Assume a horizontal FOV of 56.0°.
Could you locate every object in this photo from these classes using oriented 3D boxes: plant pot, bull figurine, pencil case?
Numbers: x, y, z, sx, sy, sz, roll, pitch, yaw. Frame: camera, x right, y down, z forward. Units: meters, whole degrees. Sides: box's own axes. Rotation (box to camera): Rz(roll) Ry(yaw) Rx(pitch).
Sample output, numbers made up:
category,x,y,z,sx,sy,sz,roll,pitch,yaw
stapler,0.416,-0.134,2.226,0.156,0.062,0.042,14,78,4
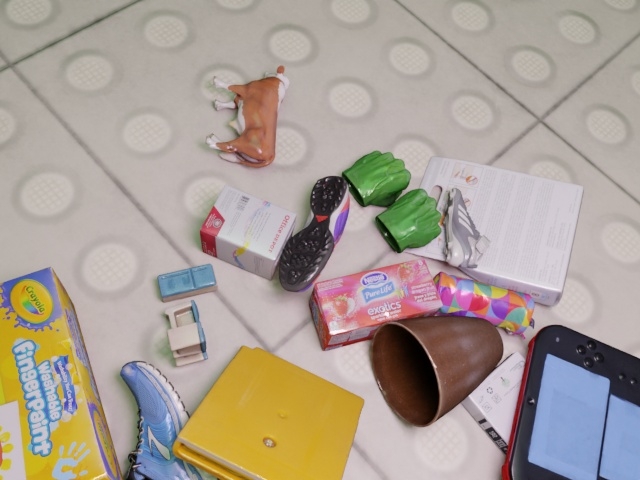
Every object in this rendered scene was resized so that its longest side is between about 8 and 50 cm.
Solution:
category,x,y,z,sx,sy,sz,roll,pitch,yaw
plant pot,0.262,0.243,1.250,0.231,0.215,0.215,-13,66,-29
bull figurine,-0.177,-0.322,1.506,0.189,0.101,0.310,3,62,-2
pencil case,0.362,0.144,1.356,0.237,0.104,0.104,16,63,1

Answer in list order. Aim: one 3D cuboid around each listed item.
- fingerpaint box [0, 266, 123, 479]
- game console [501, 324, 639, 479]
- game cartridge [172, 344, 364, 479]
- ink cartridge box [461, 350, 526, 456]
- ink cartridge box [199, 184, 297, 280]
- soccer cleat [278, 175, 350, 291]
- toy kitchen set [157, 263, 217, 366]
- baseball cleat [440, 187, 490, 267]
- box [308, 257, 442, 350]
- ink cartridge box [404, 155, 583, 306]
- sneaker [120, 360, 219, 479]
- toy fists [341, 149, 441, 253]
category,x,y,z,sx,sy,sz,roll,pitch,yaw
fingerpaint box,-0.591,0.314,1.060,0.371,0.163,0.444,-21,56,-17
game console,0.559,0.389,1.216,0.342,0.060,0.386,21,63,3
game cartridge,-0.078,0.342,1.124,0.286,0.052,0.323,25,23,5
ink cartridge box,0.464,0.412,1.259,0.165,0.065,0.332,-32,71,-22
ink cartridge box,-0.159,-0.015,1.341,0.176,0.127,0.128,23,64,4
soccer cleat,0.000,0.000,1.339,0.109,0.116,0.318,4,52,21
toy kitchen set,-0.260,0.134,1.233,0.122,0.166,0.207,-13,67,-14
baseball cleat,0.339,-0.026,1.405,0.110,0.072,0.205,9,65,-2
box,0.115,0.139,1.306,0.257,0.128,0.122,-12,67,-13
ink cartridge box,0.418,-0.034,1.479,0.385,0.091,0.308,14,62,18
sneaker,-0.308,0.379,1.129,0.147,0.129,0.330,-25,70,-21
toy fists,0.178,-0.098,1.445,0.142,0.096,0.279,-31,65,-8
